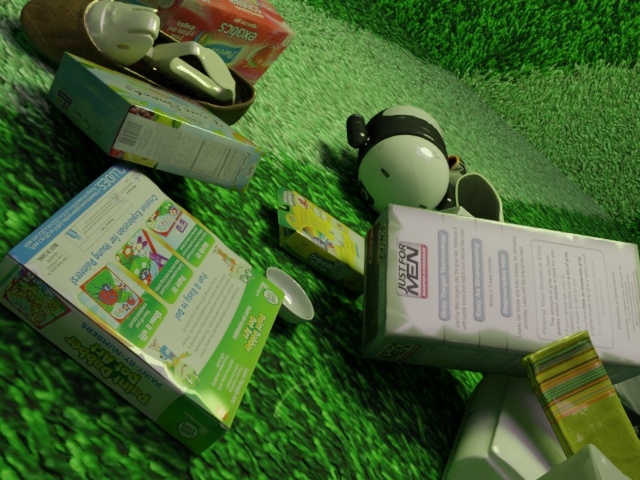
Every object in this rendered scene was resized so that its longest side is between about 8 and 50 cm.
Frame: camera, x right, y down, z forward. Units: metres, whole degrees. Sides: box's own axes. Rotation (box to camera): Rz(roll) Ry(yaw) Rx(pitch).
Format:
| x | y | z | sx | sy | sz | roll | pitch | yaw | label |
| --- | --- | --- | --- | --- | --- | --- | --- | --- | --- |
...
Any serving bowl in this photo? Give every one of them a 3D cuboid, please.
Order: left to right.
| x | y | z | sx | sy | sz | roll | pitch | yaw | label |
| --- | --- | --- | --- | --- | --- | --- | --- | --- | --- |
| -0.046 | 0.074 | 0.925 | 0.083 | 0.027 | 0.083 | 43 | 16 | -16 | serving bowl |

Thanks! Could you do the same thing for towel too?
| x | y | z | sx | sy | sz | roll | pitch | yaw | label |
| --- | --- | --- | --- | --- | --- | --- | --- | --- | --- |
| 0.342 | 0.235 | 0.916 | 0.102 | 0.021 | 0.237 | -21 | 81 | -17 | towel |

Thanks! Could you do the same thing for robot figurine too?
| x | y | z | sx | sy | sz | roll | pitch | yaw | label |
| --- | --- | --- | --- | --- | --- | --- | --- | --- | --- |
| 0.154 | -0.150 | 1.412 | 0.209 | 0.173 | 0.278 | 0 | 30 | 4 | robot figurine |

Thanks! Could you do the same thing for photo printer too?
| x | y | z | sx | sy | sz | roll | pitch | yaw | label |
| --- | --- | --- | --- | --- | --- | --- | --- | --- | --- |
| 0.300 | 0.314 | 1.009 | 0.256 | 0.107 | 0.307 | 47 | 25 | 3 | photo printer |

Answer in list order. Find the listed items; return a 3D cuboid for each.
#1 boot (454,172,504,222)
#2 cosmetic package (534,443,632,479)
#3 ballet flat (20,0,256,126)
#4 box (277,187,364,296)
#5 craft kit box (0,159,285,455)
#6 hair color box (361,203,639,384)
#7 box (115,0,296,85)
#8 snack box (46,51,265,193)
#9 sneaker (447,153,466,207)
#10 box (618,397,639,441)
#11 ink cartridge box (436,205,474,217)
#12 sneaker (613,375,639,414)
| x | y | z | sx | sy | sz | roll | pitch | yaw | label |
| --- | --- | --- | --- | --- | --- | --- | --- | --- | --- |
| 0.329 | -0.003 | 1.489 | 0.176 | 0.089 | 0.244 | 64 | 8 | -69 | boot |
| 0.213 | 0.321 | 0.712 | 0.127 | 0.238 | 0.107 | 43 | 25 | -6 | cosmetic package |
| -0.223 | -0.249 | 1.011 | 0.342 | 0.124 | 0.116 | 25 | 62 | -41 | ballet flat |
| 0.000 | 0.000 | 1.097 | 0.179 | 0.043 | 0.105 | 35 | 27 | -26 | box |
| -0.165 | 0.052 | 0.753 | 0.247 | 0.061 | 0.250 | 39 | 26 | -9 | craft kit box |
| 0.251 | 0.081 | 1.020 | 0.375 | 0.113 | 0.185 | 9 | 65 | -12 | hair color box |
| -0.200 | -0.361 | 1.209 | 0.154 | 0.142 | 0.300 | 54 | 26 | 15 | box |
| -0.199 | -0.141 | 0.909 | 0.207 | 0.070 | 0.174 | 12 | 20 | -48 | snack box |
| 0.301 | -0.131 | 1.680 | 0.272 | 0.108 | 0.100 | 22 | 32 | -43 | sneaker |
| 0.438 | 0.251 | 1.250 | 0.322 | 0.058 | 0.232 | 32 | 5 | -35 | box |
| 0.253 | 0.043 | 1.279 | 0.208 | 0.153 | 0.086 | 38 | 69 | -18 | ink cartridge box |
| 0.593 | 0.297 | 1.481 | 0.292 | 0.108 | 0.169 | 59 | -11 | -28 | sneaker |
